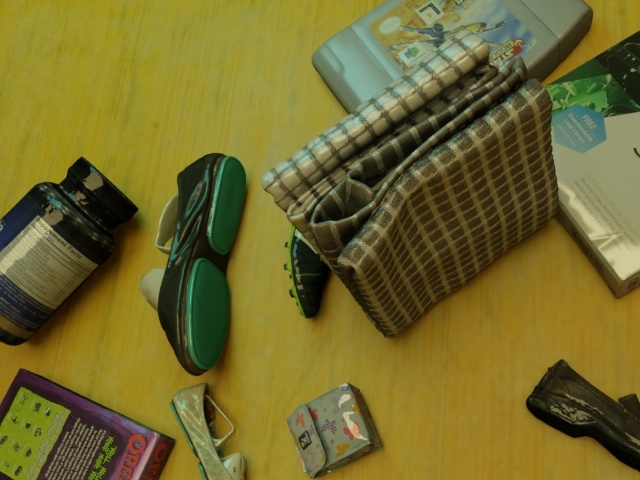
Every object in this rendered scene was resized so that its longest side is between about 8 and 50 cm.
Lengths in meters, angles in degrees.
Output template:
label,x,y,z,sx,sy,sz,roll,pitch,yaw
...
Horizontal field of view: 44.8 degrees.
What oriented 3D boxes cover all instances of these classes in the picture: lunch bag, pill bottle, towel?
label,x,y,z,sx,sy,sz,roll,pitch,yaw
lunch bag,0.010,0.196,0.792,0.083,0.053,0.071,-29,61,13
pill bottle,-0.328,0.009,0.929,0.123,0.123,0.219,40,83,26
towel,0.105,-0.033,0.731,0.235,0.284,0.121,-36,64,1

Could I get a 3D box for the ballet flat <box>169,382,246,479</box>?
label,x,y,z,sx,sy,sz,roll,pitch,yaw
ballet flat,-0.108,0.222,0.814,0.052,0.057,0.168,-27,63,-7

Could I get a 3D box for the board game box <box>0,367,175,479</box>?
label,x,y,z,sx,sy,sz,roll,pitch,yaw
board game box,-0.322,0.335,0.834,0.208,0.056,0.347,17,74,26

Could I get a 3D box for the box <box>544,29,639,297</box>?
label,x,y,z,sx,sy,sz,roll,pitch,yaw
box,0.381,-0.119,0.812,0.322,0.058,0.232,-30,63,0

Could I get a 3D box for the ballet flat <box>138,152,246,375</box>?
label,x,y,z,sx,sy,sz,roll,pitch,yaw
ballet flat,-0.148,0.026,0.894,0.096,0.095,0.280,-9,55,23

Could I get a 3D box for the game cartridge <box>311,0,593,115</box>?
label,x,y,z,sx,sy,sz,roll,pitch,yaw
game cartridge,0.159,-0.232,0.929,0.297,0.062,0.198,-34,59,0

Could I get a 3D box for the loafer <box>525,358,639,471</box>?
label,x,y,z,sx,sy,sz,roll,pitch,yaw
loafer,0.281,0.168,0.721,0.170,0.062,0.061,27,73,23

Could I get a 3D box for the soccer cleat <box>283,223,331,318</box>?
label,x,y,z,sx,sy,sz,roll,pitch,yaw
soccer cleat,0.000,0.000,0.874,0.072,0.060,0.179,-5,64,13
